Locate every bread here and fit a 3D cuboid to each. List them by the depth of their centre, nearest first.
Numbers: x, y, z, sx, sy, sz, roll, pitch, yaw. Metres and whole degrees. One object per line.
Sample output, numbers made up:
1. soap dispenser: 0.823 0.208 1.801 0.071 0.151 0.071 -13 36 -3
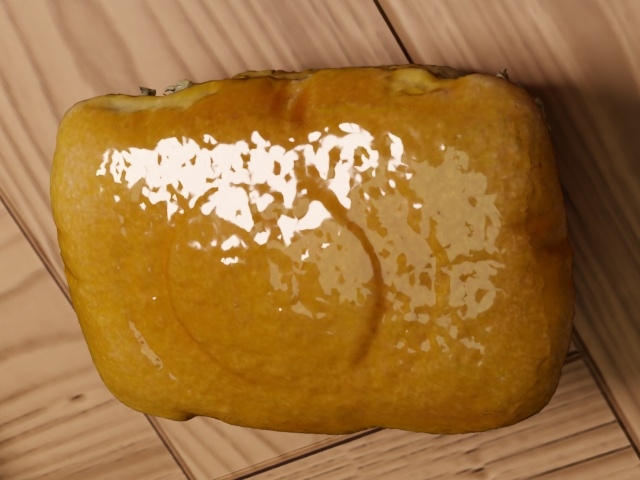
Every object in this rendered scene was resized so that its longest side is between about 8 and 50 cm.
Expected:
1. bread: 0.000 0.000 0.708 0.245 0.121 0.174 2 118 23
